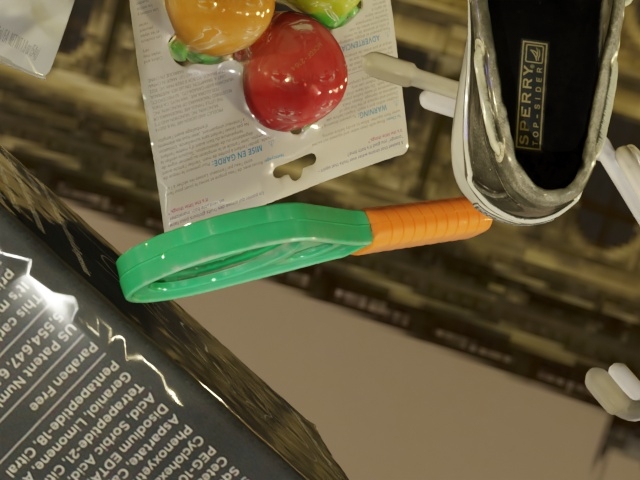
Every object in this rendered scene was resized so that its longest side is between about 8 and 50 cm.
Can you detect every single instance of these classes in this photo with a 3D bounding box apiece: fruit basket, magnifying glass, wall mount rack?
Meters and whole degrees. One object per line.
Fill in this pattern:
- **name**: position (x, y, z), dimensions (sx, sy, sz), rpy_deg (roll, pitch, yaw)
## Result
- **fruit basket**: position (-0.057, -0.215, 1.707), dimensions (0.327, 0.353, 0.165), rpy_deg (-22, -152, -37)
- **magnifying glass**: position (0.000, 0.000, 0.868), dimensions (0.231, 0.026, 0.092), rpy_deg (-11, 169, -43)
- **wall mount rack**: position (0.179, -0.023, 1.244), dimensions (0.304, 0.130, 0.350), rpy_deg (59, -170, 10)

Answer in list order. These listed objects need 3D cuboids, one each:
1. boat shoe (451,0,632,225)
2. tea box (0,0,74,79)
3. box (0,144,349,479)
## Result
- **boat shoe**: position (0.092, -0.117, 0.696), dimensions (0.078, 0.219, 0.070), rpy_deg (1, 173, -6)
- **tea box**: position (-0.314, -0.315, 1.157), dimensions (0.329, 0.323, 0.220), rpy_deg (17, 179, 17)
- **box**: position (-0.167, 0.113, 1.009), dimensions (0.395, 0.212, 0.293), rpy_deg (43, 180, -20)
